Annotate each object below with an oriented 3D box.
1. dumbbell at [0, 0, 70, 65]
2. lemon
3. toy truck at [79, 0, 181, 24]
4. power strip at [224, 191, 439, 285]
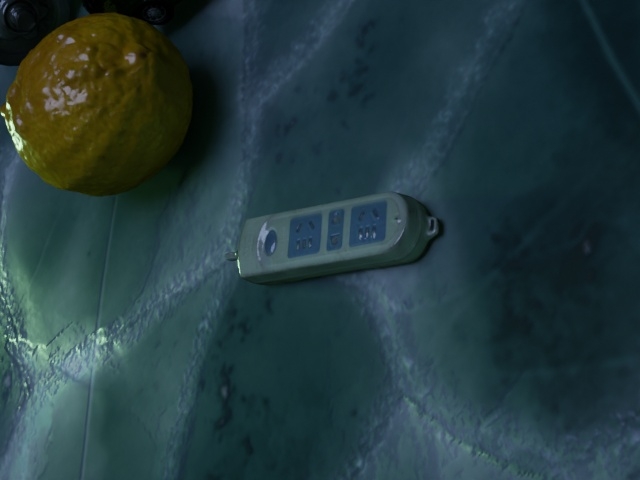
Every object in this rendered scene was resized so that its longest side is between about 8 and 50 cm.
[{"bbox_3d":[-0.337,-0.259,1.146,0.110,0.110,0.254,-61,39,10],"label":"dumbbell"},{"bbox_3d":[-0.183,-0.106,0.910,0.187,0.142,0.142,-24,61,40],"label":"lemon"},{"bbox_3d":[-0.102,-0.272,0.891,0.259,0.121,0.088,-28,57,28],"label":"toy truck"},{"bbox_3d":[0.000,0.000,0.775,0.191,0.030,0.048,-10,69,41],"label":"power strip"}]
